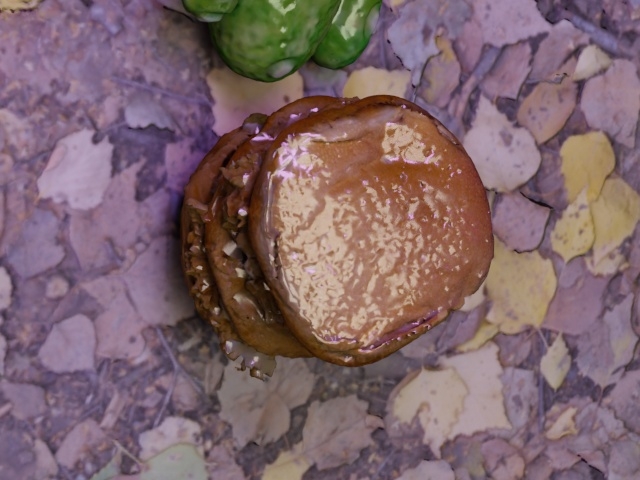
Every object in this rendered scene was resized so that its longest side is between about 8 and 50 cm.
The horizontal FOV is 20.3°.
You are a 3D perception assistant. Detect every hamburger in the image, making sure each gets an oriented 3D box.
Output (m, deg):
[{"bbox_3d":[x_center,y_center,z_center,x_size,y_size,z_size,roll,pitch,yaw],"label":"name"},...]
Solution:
[{"bbox_3d":[-0.001,-0.002,1.523,0.245,0.211,0.260,25,83,-29],"label":"hamburger"}]

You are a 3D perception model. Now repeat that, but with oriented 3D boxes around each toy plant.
[{"bbox_3d":[-0.014,-0.282,1.485,0.224,0.184,0.316,-12,119,-48],"label":"toy plant"}]
